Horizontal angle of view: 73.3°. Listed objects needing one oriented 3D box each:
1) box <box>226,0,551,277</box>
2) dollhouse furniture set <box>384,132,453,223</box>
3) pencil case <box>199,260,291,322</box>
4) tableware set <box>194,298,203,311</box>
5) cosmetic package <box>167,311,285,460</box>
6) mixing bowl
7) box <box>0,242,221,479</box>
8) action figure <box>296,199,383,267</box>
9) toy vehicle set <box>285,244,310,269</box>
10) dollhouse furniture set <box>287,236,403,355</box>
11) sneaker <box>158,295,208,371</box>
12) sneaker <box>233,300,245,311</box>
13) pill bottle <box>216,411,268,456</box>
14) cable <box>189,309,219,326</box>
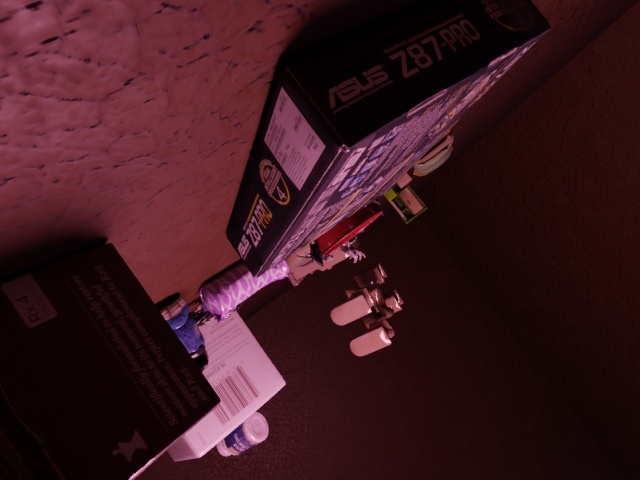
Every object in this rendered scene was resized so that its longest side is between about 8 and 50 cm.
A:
[{"bbox_3d":[0.051,-0.114,0.562,0.318,0.097,0.395,-33,173,-25],"label":"box"},{"bbox_3d":[0.380,-0.210,1.527,0.301,0.151,0.197,-38,174,11],"label":"dollhouse furniture set"},{"bbox_3d":[-0.165,0.092,0.952,0.206,0.088,0.086,-35,176,-32],"label":"pencil case"},{"bbox_3d":[-0.238,0.119,1.070,0.168,0.020,0.141,-39,174,20],"label":"tableware set"},{"bbox_3d":[-0.386,0.460,1.385,0.329,0.327,0.394,-32,172,-38],"label":"cosmetic package"},{"bbox_3d":[0.050,-0.052,1.044,0.181,0.098,0.181,-37,174,-5],"label":"mixing bowl"},{"bbox_3d":[-0.282,0.186,0.479,0.143,0.191,0.381,-32,173,-45],"label":"box"},{"bbox_3d":[0.062,-0.008,1.207,0.275,0.141,0.164,-44,-150,18],"label":"action figure"},{"bbox_3d":[0.000,0.000,1.494,0.266,0.035,0.166,-34,174,-25],"label":"toy vehicle set"},{"bbox_3d":[0.094,0.201,1.634,0.256,0.394,0.362,-30,-175,23],"label":"dollhouse furniture set"},{"bbox_3d":[-0.322,0.240,0.894,0.129,0.147,0.330,-33,174,-37],"label":"sneaker"},{"bbox_3d":[-0.201,0.129,1.168,0.170,0.051,0.089,-38,-172,19],"label":"sneaker"},{"bbox_3d":[-0.253,0.622,1.370,0.169,0.094,0.094,-39,174,26],"label":"pill bottle"},{"bbox_3d":[-0.296,0.199,1.062,0.150,0.047,0.184,-29,-175,-37],"label":"cable"}]
